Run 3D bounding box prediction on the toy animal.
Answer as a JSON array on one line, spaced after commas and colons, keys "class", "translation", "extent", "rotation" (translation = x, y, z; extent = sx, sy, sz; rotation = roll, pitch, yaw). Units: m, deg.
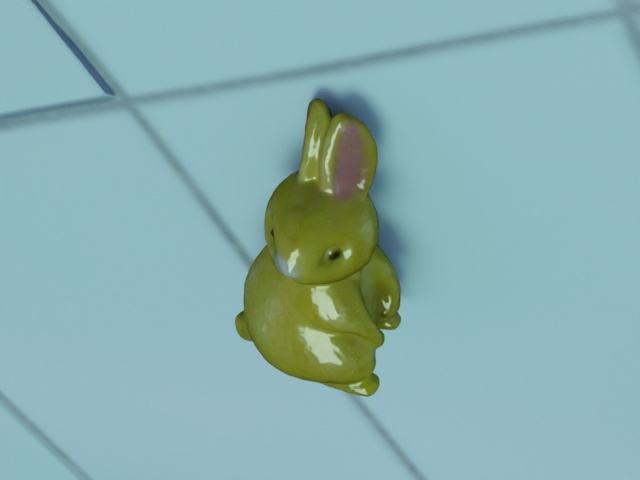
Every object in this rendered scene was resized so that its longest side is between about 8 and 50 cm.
[{"class": "toy animal", "translation": [-0.004, 0.001, 0.808], "extent": [0.083, 0.070, 0.159], "rotation": [12, 140, 11]}]
